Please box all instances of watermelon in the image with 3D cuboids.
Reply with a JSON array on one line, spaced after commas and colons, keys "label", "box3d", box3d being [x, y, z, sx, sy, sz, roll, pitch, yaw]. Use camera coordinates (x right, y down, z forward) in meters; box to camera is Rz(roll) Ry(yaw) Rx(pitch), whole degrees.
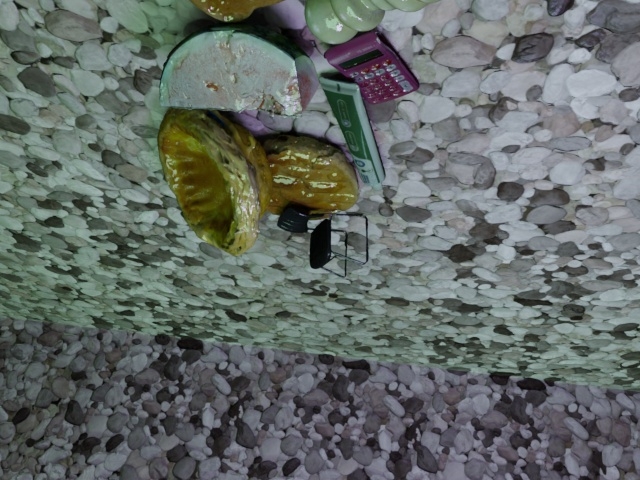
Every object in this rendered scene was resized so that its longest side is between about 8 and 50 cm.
[{"label": "watermelon", "box3d": [-0.167, -0.326, 1.200, 0.305, 0.180, 0.224, 5, 173, 17]}]

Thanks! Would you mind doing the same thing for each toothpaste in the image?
[{"label": "toothpaste", "box3d": [0.092, -0.234, 1.439, 0.099, 0.061, 0.392, 18, 156, 28]}]

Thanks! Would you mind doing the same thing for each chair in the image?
[{"label": "chair", "box3d": [0.000, 0.000, 1.667, 0.221, 0.145, 0.140, 11, 156, -21]}]

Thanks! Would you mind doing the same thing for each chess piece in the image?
[{"label": "chess piece", "box3d": [0.075, -0.419, 1.045, 0.144, 0.144, 0.251, 31, 151, -35]}]

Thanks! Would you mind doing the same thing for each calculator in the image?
[{"label": "calculator", "box3d": [0.108, -0.347, 1.257, 0.127, 0.034, 0.190, -13, 150, 33]}]

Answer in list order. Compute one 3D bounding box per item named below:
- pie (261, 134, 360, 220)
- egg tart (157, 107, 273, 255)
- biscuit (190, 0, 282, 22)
[{"label": "pie", "box3d": [-0.056, -0.154, 1.609, 0.340, 0.083, 0.339, 5, 153, 3]}, {"label": "egg tart", "box3d": [-0.238, -0.151, 1.479, 0.169, 0.387, 0.388, -27, 173, -35]}, {"label": "biscuit", "box3d": [-0.114, -0.504, 0.976, 0.344, 0.057, 0.287, -20, 140, 27]}]
